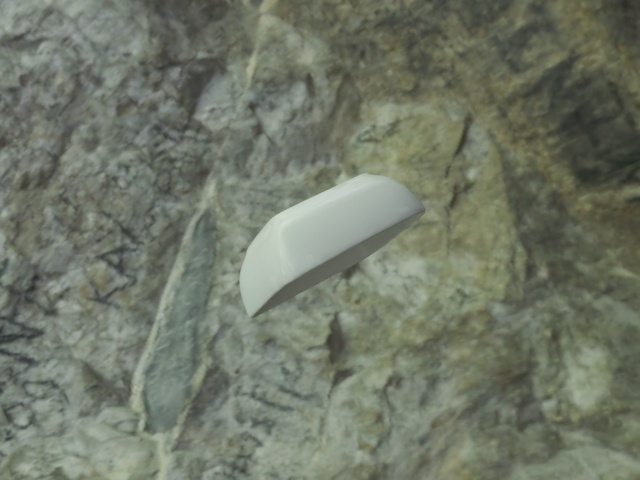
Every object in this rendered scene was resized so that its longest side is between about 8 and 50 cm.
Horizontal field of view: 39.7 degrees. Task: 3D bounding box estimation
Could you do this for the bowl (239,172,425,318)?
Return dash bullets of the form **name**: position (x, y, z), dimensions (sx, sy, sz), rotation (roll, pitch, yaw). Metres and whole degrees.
- **bowl**: position (0.000, 0.000, 0.702), dimensions (0.142, 0.142, 0.053), rotation (-27, -99, -24)
